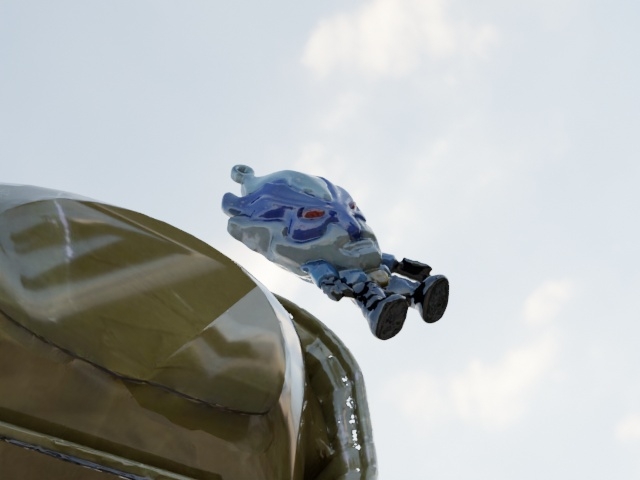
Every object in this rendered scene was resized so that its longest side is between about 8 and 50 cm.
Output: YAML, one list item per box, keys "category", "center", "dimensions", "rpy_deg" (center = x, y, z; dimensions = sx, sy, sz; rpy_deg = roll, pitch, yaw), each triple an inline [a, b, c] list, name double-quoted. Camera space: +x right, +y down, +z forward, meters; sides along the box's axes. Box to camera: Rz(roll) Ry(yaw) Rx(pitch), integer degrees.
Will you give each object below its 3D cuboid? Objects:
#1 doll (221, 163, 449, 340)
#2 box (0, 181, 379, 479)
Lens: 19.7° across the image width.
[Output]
- category: "doll"
  center: [0.000, 0.000, 1.200]
  dimensions: [0.096, 0.195, 0.070]
  rpy_deg: [-12, -54, -38]
- category: "box"
  center: [-0.072, 0.037, 0.506]
  dimensions: [0.177, 0.111, 0.111]
  rpy_deg: [19, -68, -16]
